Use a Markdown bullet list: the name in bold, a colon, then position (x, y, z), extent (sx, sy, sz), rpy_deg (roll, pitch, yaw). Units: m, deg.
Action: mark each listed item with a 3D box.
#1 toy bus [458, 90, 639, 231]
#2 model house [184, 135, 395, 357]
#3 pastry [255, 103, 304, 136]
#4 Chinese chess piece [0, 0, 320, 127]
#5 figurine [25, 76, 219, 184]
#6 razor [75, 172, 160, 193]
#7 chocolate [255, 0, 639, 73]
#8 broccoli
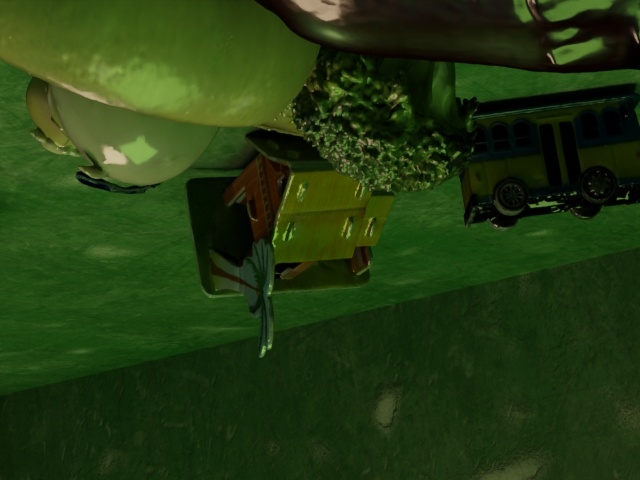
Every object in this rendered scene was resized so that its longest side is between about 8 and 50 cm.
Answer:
- **toy bus**: position (0.354, -0.121, 2.124), extent (0.287, 0.175, 0.138), rpy_deg (-8, 166, -1)
- **model house**: position (0.000, 0.000, 2.101), extent (0.300, 0.340, 0.323), rpy_deg (-3, 162, -26)
- **pastry**: position (-0.059, -0.190, 1.818), extent (0.121, 0.089, 0.258), rpy_deg (-3, 170, 42)
- **Chinese chess piece**: position (-0.160, -0.219, 1.185), extent (0.338, 0.140, 0.338), rpy_deg (20, -162, -7)
- **figurine**: position (-0.265, -0.185, 1.575), extent (0.274, 0.226, 0.394), rpy_deg (40, 165, -19)
- **razor**: position (-0.318, -0.089, 2.194), extent (0.154, 0.028, 0.044), rpy_deg (3, 163, -39)
- **chocolate**: position (0.082, -0.289, 0.990), extent (0.331, 0.384, 0.383), rpy_deg (0, 170, 19)
- **broccoli**: position (0.072, -0.175, 1.634), extent (0.235, 0.260, 0.288), rpy_deg (-18, -148, -10)
